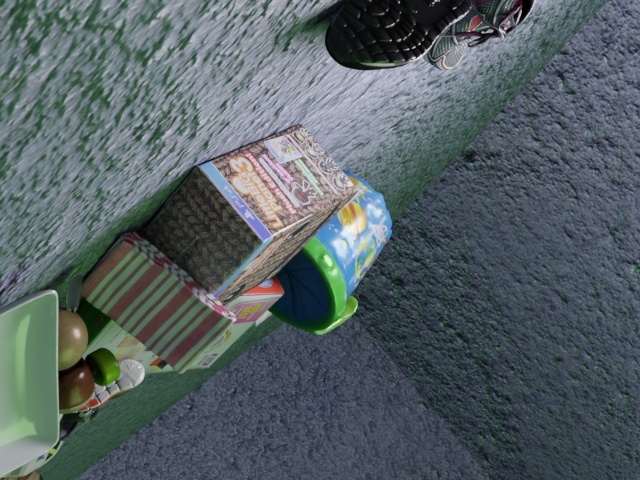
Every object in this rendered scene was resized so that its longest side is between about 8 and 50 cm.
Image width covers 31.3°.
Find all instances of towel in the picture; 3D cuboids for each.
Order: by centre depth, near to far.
[{"bbox_3d":[-0.231,0.092,1.594,0.144,0.197,0.029,-45,-172,33],"label":"towel"}]

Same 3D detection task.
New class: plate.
[{"bbox_3d":[-0.440,0.204,1.366,0.277,0.045,0.278,-27,139,-38],"label":"plate"}]

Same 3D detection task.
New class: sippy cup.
[{"bbox_3d":[0.000,0.000,1.988,0.224,0.240,0.305,-44,171,-34],"label":"sippy cup"}]

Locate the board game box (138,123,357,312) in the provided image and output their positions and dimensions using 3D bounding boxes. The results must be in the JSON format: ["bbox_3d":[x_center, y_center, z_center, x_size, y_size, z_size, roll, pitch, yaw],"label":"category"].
[{"bbox_3d":[-0.120,-0.022,1.699,0.232,0.141,0.291,-45,172,33],"label":"board game box"}]

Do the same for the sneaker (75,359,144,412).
[{"bbox_3d":[-0.352,0.240,1.798,0.158,0.061,0.065,-16,160,-22],"label":"sneaker"}]

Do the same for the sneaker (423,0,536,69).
[{"bbox_3d":[0.249,-0.347,1.759,0.121,0.112,0.299,-36,173,-31],"label":"sneaker"}]

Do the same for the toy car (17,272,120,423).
[{"bbox_3d":[-0.367,0.130,1.539,0.155,0.149,0.188,-30,141,-38],"label":"toy car"}]

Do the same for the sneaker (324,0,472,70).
[{"bbox_3d":[0.085,-0.259,1.481,0.283,0.107,0.124,-33,176,-47],"label":"sneaker"}]

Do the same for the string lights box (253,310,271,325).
[{"bbox_3d":[-0.097,0.039,2.180,0.133,0.077,0.260,-36,154,-26],"label":"string lights box"}]

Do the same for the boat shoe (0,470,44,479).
[{"bbox_3d":[-0.564,0.426,1.897,0.122,0.120,0.324,-35,-175,2],"label":"boat shoe"}]

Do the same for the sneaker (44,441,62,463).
[{"bbox_3d":[-0.587,0.415,2.193,0.234,0.084,0.097,-37,171,-26],"label":"sneaker"}]

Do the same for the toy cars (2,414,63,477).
[{"bbox_3d":[-0.468,0.290,1.727,0.176,0.087,0.394,-52,165,-17],"label":"toy cars"}]

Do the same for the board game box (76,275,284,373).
[{"bbox_3d":[-0.249,0.131,1.836,0.316,0.064,0.242,0,144,-46],"label":"board game box"}]

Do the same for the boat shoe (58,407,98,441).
[{"bbox_3d":[-0.435,0.276,2.049,0.108,0.102,0.301,-33,170,-46],"label":"boat shoe"}]
